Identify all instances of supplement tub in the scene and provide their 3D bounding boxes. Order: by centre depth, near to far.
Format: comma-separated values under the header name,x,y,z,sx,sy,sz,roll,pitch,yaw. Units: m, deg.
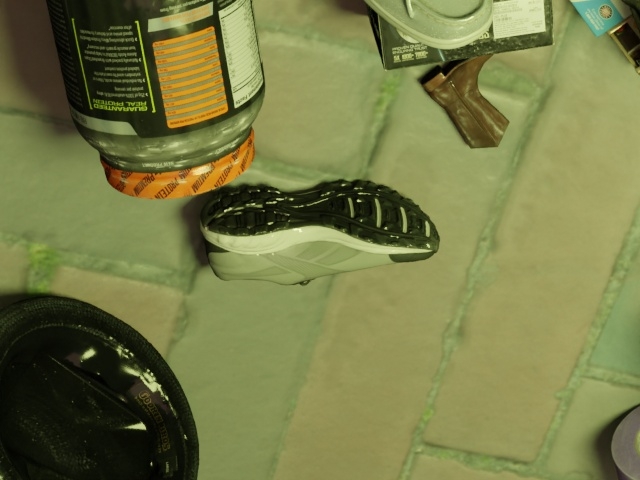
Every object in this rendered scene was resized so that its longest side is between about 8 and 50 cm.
name,x,y,z,sx,sy,sz,roll,pitch,yaw
supplement tub,-0.169,-0.226,1.746,0.207,0.207,0.338,-8,119,-1

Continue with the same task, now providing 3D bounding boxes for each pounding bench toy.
name,x,y,z,sx,sy,sz,roll,pitch,yaw
pounding bench toy,0.352,-0.223,1.892,0.052,0.083,0.065,-37,85,12

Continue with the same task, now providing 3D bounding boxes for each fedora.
name,x,y,z,sx,sy,sz,roll,pitch,yaw
fedora,-0.305,0.233,1.988,0.334,0.334,0.152,40,139,-23

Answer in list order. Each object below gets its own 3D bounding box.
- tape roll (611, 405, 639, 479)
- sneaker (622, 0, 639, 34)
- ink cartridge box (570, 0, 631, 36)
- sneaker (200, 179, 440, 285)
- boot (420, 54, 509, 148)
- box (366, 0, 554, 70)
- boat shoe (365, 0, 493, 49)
name,x,y,z,sx,sy,sz,roll,pitch,yaw
tape roll,0.454,0.268,2.092,0.189,0.189,0.080,-18,119,4
sneaker,0.282,-0.337,1.693,0.202,0.185,0.482,-12,127,27
ink cartridge box,0.336,-0.315,1.830,0.181,0.061,0.104,-34,118,13
sneaker,0.000,0.000,1.961,0.272,0.100,0.108,1,133,-2
boot,0.184,-0.161,1.914,0.106,0.037,0.114,-30,115,26
box,0.141,-0.253,1.796,0.180,0.147,0.077,-9,121,0
boat shoe,0.062,-0.331,1.683,0.118,0.103,0.320,-29,81,-8
